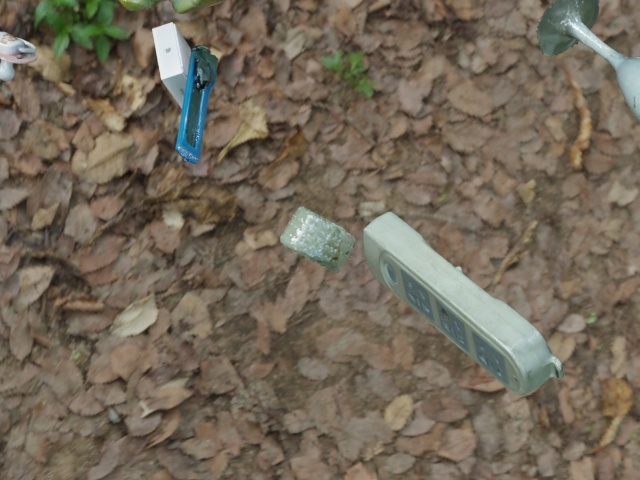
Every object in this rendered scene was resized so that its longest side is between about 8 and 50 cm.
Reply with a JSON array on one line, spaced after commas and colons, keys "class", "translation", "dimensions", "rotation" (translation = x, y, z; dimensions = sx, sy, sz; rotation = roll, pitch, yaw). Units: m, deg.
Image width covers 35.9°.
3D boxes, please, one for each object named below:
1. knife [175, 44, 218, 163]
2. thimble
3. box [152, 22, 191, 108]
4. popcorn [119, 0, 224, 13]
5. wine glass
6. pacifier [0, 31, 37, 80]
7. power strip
[{"class": "knife", "translation": [-0.151, -0.177, 1.233], "dimensions": [0.044, 0.026, 0.296], "rotation": [43, 24, -28]}, {"class": "thimble", "translation": [0.000, 0.000, 1.396], "dimensions": [0.110, 0.084, 0.062], "rotation": [28, 93, -32]}, {"class": "box", "translation": [-0.291, -0.356, 2.036], "dimensions": [0.051, 0.130, 0.129], "rotation": [-17, 64, 8]}, {"class": "popcorn", "translation": [-0.183, -0.409, 1.246], "dimensions": [0.276, 0.225, 0.276], "rotation": [21, 24, -10]}, {"class": "wine glass", "translation": [0.244, -0.117, 0.730], "dimensions": [0.066, 0.066, 0.198], "rotation": [-15, 45, -24]}, {"class": "pacifier", "translation": [-0.516, -0.303, 1.645], "dimensions": [0.099, 0.078, 0.081], "rotation": [28, 28, 20]}, {"class": "power strip", "translation": [0.138, 0.065, 1.026], "dimensions": [0.048, 0.080, 0.286], "rotation": [-35, 45, -16]}]
